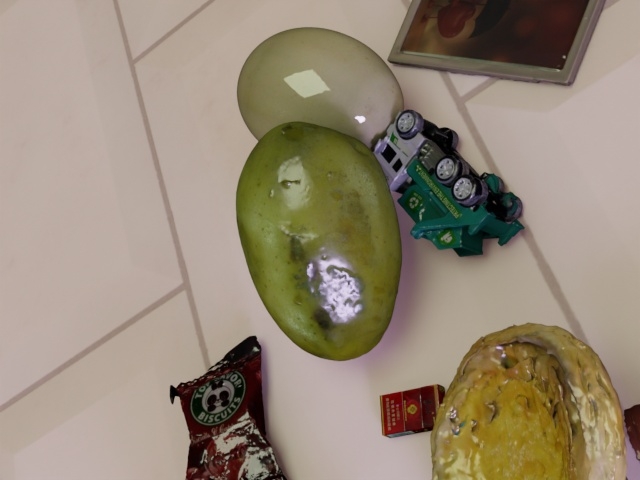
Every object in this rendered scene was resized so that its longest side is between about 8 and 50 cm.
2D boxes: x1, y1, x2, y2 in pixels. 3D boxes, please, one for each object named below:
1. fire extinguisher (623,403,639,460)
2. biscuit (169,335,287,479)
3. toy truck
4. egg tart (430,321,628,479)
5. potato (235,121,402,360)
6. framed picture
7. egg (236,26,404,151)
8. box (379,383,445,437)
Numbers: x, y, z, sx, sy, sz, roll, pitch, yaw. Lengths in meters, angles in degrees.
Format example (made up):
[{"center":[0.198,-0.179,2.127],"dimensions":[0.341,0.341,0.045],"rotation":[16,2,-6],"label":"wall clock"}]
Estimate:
[{"center":[0.452,0.145,0.854],"dimensions":[0.337,0.147,0.106],"rotation":[-28,69,23],"label":"fire extinguisher"},{"center":[-0.129,0.257,1.267],"dimensions":[0.151,0.063,0.235],"rotation":[-22,53,12],"label":"biscuit"},{"center":[0.151,-0.064,1.188],"dimensions":[0.116,0.110,0.216],"rotation":[-52,50,19],"label":"toy truck"},{"center":[0.230,0.231,0.981],"dimensions":[0.291,0.107,0.291],"rotation":[-20,67,57],"label":"egg tart"},{"center":[0.002,-0.001,1.174],"dimensions":[0.215,0.216,0.304],"rotation":[-18,92,28],"label":"potato"},{"center":[0.249,-0.323,1.289],"dimensions":[0.289,0.020,0.211],"rotation":[17,81,38],"label":"framed picture"},{"center":[0.000,-0.198,1.297],"dimensions":[0.253,0.188,0.189],"rotation":[19,81,30],"label":"egg"},{"center":[0.114,0.209,1.142],"dimensions":[0.082,0.023,0.051],"rotation":[-17,62,29],"label":"box"}]
